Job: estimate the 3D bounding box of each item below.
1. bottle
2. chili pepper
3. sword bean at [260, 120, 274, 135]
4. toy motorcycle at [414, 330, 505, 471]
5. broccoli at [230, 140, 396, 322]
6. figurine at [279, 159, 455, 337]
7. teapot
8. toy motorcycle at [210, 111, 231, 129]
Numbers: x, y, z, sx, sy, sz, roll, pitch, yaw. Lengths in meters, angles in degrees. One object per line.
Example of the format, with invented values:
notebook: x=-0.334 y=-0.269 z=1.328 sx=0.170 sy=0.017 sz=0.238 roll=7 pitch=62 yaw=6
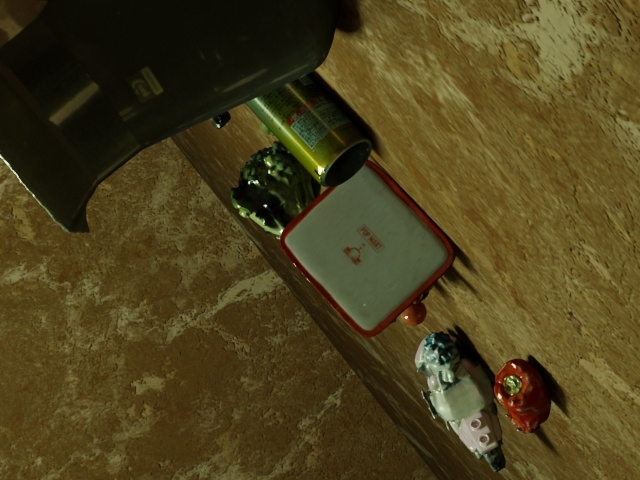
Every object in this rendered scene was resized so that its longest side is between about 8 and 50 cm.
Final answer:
bottle: x=-0.057 y=-0.187 z=1.627 sx=0.286 sy=0.082 sz=0.082 roll=48 pitch=173 yaw=21
chili pepper: x=0.258 y=0.196 z=1.707 sx=0.070 sy=0.073 sz=0.123 roll=3 pitch=158 yaw=15
sword bean: x=-0.067 y=-0.193 z=1.820 sx=0.038 sy=0.043 sz=0.269 roll=55 pitch=175 yaw=9
toy motorcycle: x=0.201 y=0.219 z=2.010 sx=0.239 sy=0.108 sz=0.204 roll=45 pitch=171 yaw=39
broccoli: x=0.005 y=-0.003 z=1.860 sx=0.304 sy=0.145 sz=0.165 roll=56 pitch=-175 yaw=-3
figurine: x=0.084 y=0.035 z=1.724 sx=0.183 sy=0.160 sz=0.226 roll=48 pitch=-178 yaw=21
teapot: x=-0.186 y=-0.207 z=1.270 sx=0.300 sy=0.344 sz=0.253 roll=53 pitch=171 yaw=-22
toy motorcycle: x=-0.227 y=-0.265 z=2.126 sx=0.207 sy=0.134 sz=0.401 roll=47 pitch=177 yaw=-28
